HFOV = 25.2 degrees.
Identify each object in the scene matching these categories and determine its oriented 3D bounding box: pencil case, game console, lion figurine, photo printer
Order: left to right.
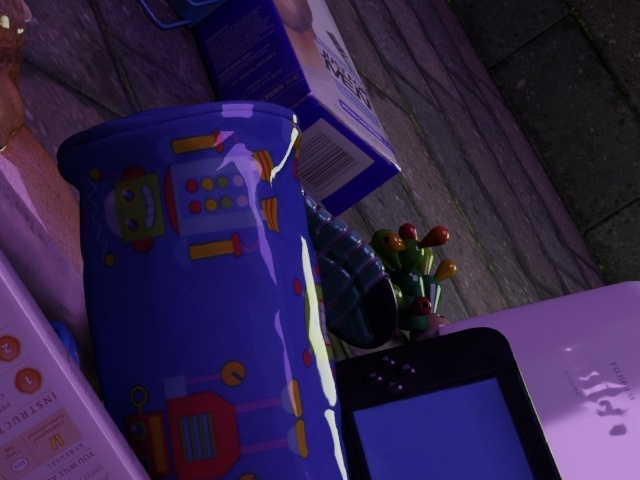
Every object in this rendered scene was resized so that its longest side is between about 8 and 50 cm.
[{"bbox_3d":[-0.175,-0.009,0.837,0.240,0.142,0.392,-87,155,-76],"label":"lion figurine"},{"bbox_3d":[-0.042,0.087,0.691,0.133,0.119,0.306,2,77,-73],"label":"pencil case"},{"bbox_3d":[0.052,0.150,1.083,0.293,0.250,0.173,-106,-178,-46],"label":"game console"},{"bbox_3d":[0.280,0.176,1.475,0.107,0.307,0.256,112,-39,-52],"label":"photo printer"}]

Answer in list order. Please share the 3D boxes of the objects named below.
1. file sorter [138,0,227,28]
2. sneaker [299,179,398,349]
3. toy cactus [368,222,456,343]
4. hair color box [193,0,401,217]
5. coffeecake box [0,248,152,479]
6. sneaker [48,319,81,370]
[{"bbox_3d":[-0.117,-0.309,1.460,0.118,0.170,0.104,55,19,-4],"label":"file sorter"},{"bbox_3d":[0.000,0.000,1.367,0.224,0.083,0.098,53,12,-9],"label":"sneaker"},{"bbox_3d":[0.114,0.063,1.563,0.219,0.112,0.181,-63,128,-81],"label":"toy cactus"},{"bbox_3d":[-0.046,-0.207,1.585,0.185,0.110,0.339,36,24,-48],"label":"hair color box"},{"bbox_3d":[-0.161,0.086,0.571,0.185,0.142,0.068,59,-7,-11],"label":"coffeecake box"},{"bbox_3d":[-0.136,0.115,0.665,0.240,0.126,0.091,46,18,-30],"label":"sneaker"}]
